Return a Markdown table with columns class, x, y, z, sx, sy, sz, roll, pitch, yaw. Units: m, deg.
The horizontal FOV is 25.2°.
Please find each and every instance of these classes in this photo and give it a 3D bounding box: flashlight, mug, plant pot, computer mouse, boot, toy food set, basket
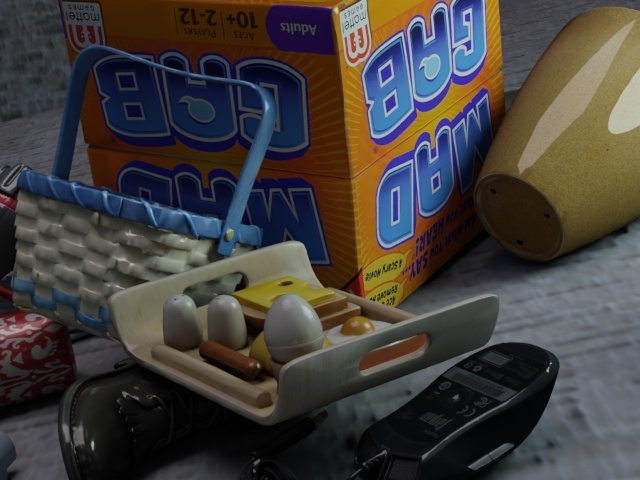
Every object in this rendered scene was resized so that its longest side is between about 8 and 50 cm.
| class | x | y | z | sx | sy | sz | roll | pitch | yaw |
| --- | --- | --- | --- | --- | --- | --- | --- | --- | --- |
| flashlight | -0.414 | 0.050 | 1.650 | 0.103 | 0.103 | 0.304 | 2 | 49 | 45 |
| mug | -0.353 | 0.115 | 1.525 | 0.169 | 0.150 | 0.113 | -11 | 23 | -8 |
| plant pot | 0.293 | -0.095 | 1.606 | 0.237 | 0.237 | 0.254 | 4 | 39 | 47 |
| computer mouse | 0.064 | 0.164 | 1.153 | 0.262 | 0.060 | 0.184 | -33 | 24 | -27 |
| boot | -0.096 | 0.142 | 1.297 | 0.229 | 0.091 | 0.263 | -9 | 14 | 18 |
| toy food set | -0.023 | 0.060 | 1.262 | 0.220 | 0.092 | 0.306 | -17 | 19 | -31 |
| basket | -0.186 | -0.043 | 1.465 | 0.255 | 0.289 | 0.201 | 19 | 7 | 33 |

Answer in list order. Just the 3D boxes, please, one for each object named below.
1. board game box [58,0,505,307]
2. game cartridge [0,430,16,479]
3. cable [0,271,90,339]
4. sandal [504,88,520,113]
| class | x | y | z | sx | sy | sz | roll | pitch | yaw |
| --- | --- | --- | --- | --- | --- | --- | --- | --- | --- |
| board game box | -0.025 | -0.155 | 1.646 | 0.356 | 0.356 | 0.356 | 9 | 29 | 32 |
| game cartridge | -0.450 | 0.248 | 1.309 | 0.297 | 0.062 | 0.198 | -9 | 12 | 16 |
| cable | -0.308 | 0.046 | 1.815 | 0.257 | 0.089 | 0.257 | -21 | 17 | -23 |
| sandal | 0.187 | -0.125 | 1.995 | 0.303 | 0.120 | 0.086 | -14 | -12 | -5 |
